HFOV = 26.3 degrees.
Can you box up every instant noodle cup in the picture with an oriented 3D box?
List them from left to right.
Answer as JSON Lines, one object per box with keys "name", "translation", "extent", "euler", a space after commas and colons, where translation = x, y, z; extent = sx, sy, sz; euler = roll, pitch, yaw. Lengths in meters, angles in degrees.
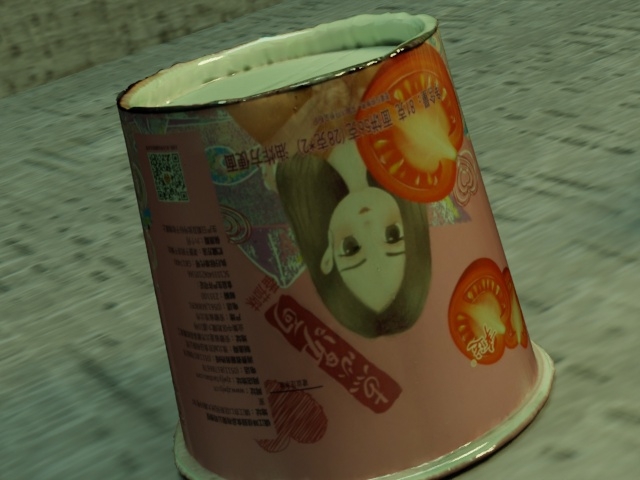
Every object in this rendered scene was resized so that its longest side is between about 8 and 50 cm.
{"name": "instant noodle cup", "translation": [0.000, 0.000, 0.820], "extent": [0.243, 0.231, 0.243], "euler": [-12, 17, 4]}
